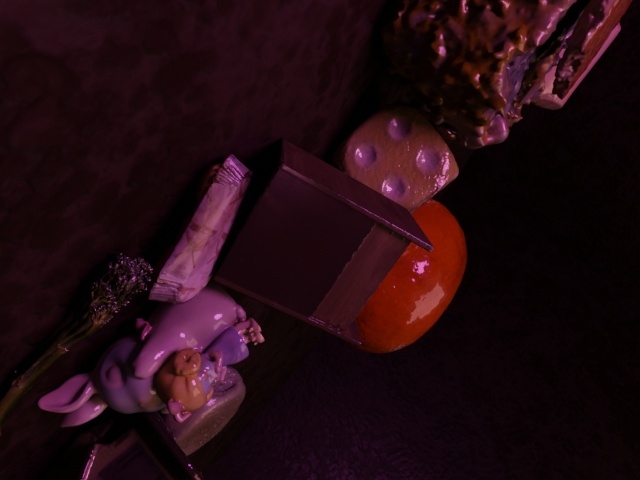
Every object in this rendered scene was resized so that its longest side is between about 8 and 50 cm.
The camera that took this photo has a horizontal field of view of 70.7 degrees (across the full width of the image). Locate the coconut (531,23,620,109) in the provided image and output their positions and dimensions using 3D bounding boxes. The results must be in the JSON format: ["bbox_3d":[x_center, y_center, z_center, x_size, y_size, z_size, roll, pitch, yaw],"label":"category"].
[{"bbox_3d":[0.541,-0.507,1.084,0.297,0.298,0.309,-32,151,-56],"label":"coconut"}]

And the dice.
[{"bbox_3d":[0.131,-0.129,0.813,0.166,0.169,0.169,-39,175,5],"label":"dice"}]

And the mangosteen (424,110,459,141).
[{"bbox_3d":[0.324,-0.308,1.021,0.211,0.211,0.250,-37,168,-49],"label":"mangosteen"}]

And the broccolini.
[{"bbox_3d":[-0.262,0.109,0.455,0.239,0.054,0.051,-49,180,-4],"label":"broccolini"}]

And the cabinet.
[{"bbox_3d":[0.000,0.000,0.613,0.174,0.215,0.148,-58,-165,19],"label":"cabinet"}]

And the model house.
[{"bbox_3d":[-0.320,0.364,0.624,0.279,0.205,0.218,-36,159,-30],"label":"model house"}]

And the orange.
[{"bbox_3d":[0.152,0.067,1.113,0.423,0.326,0.424,-57,180,-1],"label":"orange"}]

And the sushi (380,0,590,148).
[{"bbox_3d":[0.272,-0.335,0.704,0.351,0.240,0.397,-57,163,20],"label":"sushi"}]

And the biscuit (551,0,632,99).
[{"bbox_3d":[0.364,-0.276,0.607,0.176,0.031,0.228,-40,160,-27],"label":"biscuit"}]

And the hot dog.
[{"bbox_3d":[-0.139,-0.011,0.531,0.191,0.059,0.108,-59,175,2],"label":"hot dog"}]

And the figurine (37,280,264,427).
[{"bbox_3d":[-0.202,0.162,0.563,0.235,0.155,0.127,-43,153,-30],"label":"figurine"}]

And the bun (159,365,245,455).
[{"bbox_3d":[-0.253,0.343,0.935,0.221,0.108,0.221,-40,160,-18],"label":"bun"}]
